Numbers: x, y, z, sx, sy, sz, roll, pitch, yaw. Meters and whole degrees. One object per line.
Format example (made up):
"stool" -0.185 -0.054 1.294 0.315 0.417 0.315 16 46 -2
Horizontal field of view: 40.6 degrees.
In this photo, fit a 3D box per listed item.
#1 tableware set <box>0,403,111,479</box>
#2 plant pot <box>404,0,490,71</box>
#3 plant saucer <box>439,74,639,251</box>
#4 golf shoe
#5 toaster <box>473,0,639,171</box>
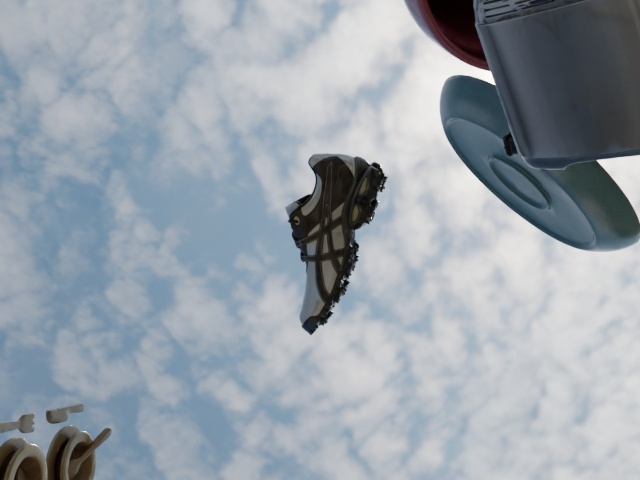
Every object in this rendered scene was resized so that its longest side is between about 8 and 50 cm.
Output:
"tableware set" -0.273 0.240 0.882 0.194 0.039 0.128 24 -115 -78
"plant pot" 0.151 -0.275 0.795 0.201 0.180 0.201 -6 -62 -12
"plant saucer" 0.265 -0.086 1.110 0.043 0.317 0.317 -47 -54 -3
"golf shoe" 0.000 0.000 0.930 0.094 0.077 0.198 19 -83 4
"toaster" 0.210 -0.143 0.622 0.129 0.227 0.146 -42 -64 -35
